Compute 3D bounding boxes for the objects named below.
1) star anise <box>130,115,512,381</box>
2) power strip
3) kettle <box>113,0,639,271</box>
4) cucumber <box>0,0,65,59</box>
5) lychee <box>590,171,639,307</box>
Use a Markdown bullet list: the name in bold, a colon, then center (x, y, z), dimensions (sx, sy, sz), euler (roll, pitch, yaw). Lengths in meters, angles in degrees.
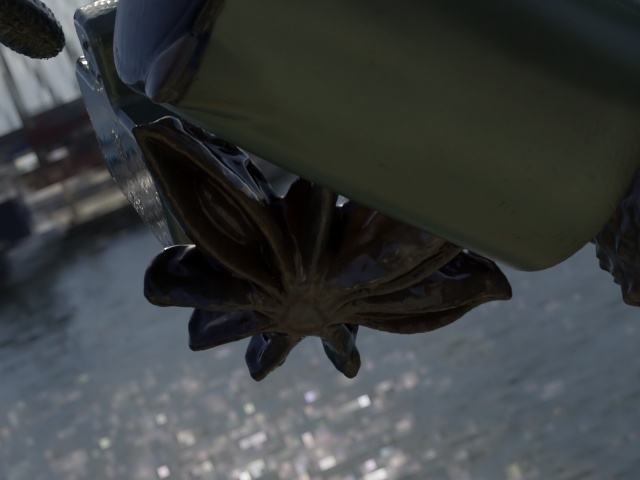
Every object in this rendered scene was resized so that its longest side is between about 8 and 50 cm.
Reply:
- **star anise**: center (0.005, 0.000, 1.227), dimensions (0.258, 0.198, 0.110), euler (-1, 46, -12)
- **power strip**: center (-0.140, -0.101, 1.590), dimensions (0.059, 0.193, 0.265), euler (-22, 26, -11)
- **kettle**: center (0.029, -0.122, 1.036), dimensions (0.255, 0.240, 0.165), euler (20, -41, -23)
- **cucumber**: center (-0.313, -0.226, 1.959), dimensions (0.067, 0.067, 0.245), euler (-21, -10, 12)
- **lychee**: center (0.311, -0.056, 1.313), dimensions (0.300, 0.300, 0.300), euler (-22, 6, 2)
